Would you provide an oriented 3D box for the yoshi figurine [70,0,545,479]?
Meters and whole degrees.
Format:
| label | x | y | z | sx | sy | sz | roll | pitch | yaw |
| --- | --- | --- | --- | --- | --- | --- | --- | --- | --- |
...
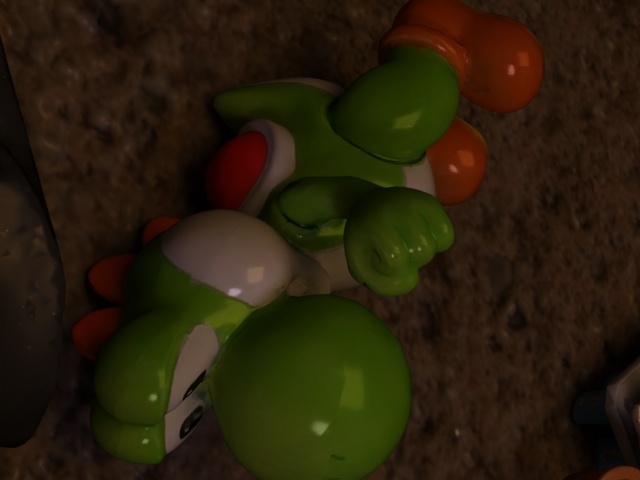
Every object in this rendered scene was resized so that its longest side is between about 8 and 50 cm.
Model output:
| label | x | y | z | sx | sy | sz | roll | pitch | yaw |
| --- | --- | --- | --- | --- | --- | --- | --- | --- | --- |
| yoshi figurine | 0.020 | 0.020 | 1.028 | 0.362 | 0.203 | 0.204 | -48 | 122 | -38 |

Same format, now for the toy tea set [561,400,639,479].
| label | x | y | z | sx | sy | sz | roll | pitch | yaw |
| --- | --- | --- | --- | --- | --- | --- | --- | --- | --- |
| toy tea set | 0.232 | 0.234 | 1.196 | 0.336 | 0.124 | 0.200 | -31 | 104 | -32 |

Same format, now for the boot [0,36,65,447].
| label | x | y | z | sx | sy | sz | roll | pitch | yaw |
| --- | --- | --- | --- | --- | --- | --- | --- | --- | --- |
| boot | -0.307 | 0.064 | 0.720 | 0.445 | 0.146 | 0.367 | 6 | 78 | -50 |

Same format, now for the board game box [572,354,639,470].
| label | x | y | z | sx | sy | sz | roll | pitch | yaw |
| --- | --- | --- | --- | --- | --- | --- | --- | --- | --- |
| board game box | 0.379 | 0.216 | 1.458 | 0.390 | 0.050 | 0.390 | -33 | 105 | -46 |
